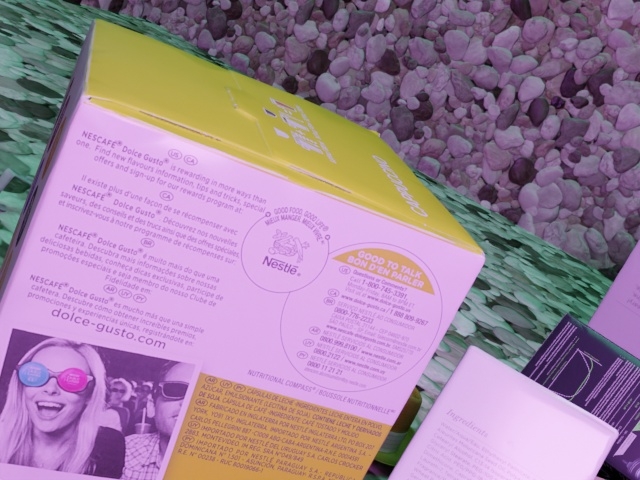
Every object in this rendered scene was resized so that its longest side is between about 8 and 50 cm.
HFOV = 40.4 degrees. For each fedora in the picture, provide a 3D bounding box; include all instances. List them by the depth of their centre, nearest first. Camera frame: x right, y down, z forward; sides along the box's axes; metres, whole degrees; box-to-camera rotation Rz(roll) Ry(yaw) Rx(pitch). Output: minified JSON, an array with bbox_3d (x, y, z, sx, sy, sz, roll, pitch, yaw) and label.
[{"bbox_3d":[0.057,0.181,1.027,0.194,0.079,0.194,33,12,-8],"label":"fedora"}]

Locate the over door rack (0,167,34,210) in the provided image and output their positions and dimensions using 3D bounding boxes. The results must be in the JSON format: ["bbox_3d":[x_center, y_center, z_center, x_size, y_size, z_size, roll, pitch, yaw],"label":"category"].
[{"bbox_3d":[-0.246,-0.023,1.189,0.239,0.108,0.324,37,20,36],"label":"over door rack"}]

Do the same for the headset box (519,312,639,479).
[{"bbox_3d":[0.409,0.255,1.124,0.283,0.131,0.246,35,-7,29],"label":"headset box"}]

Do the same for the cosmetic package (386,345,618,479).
[{"bbox_3d":[0.156,0.224,0.813,0.151,0.184,0.151,31,-12,16],"label":"cosmetic package"}]

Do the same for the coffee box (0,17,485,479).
[{"bbox_3d":[-0.112,0.031,0.814,0.338,0.334,0.338,20,18,-20],"label":"coffee box"}]

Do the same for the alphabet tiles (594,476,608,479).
[{"bbox_3d":[0.264,0.267,1.026,0.198,0.009,0.237,19,-12,-4],"label":"alphabet tiles"}]

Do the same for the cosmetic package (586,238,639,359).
[{"bbox_3d":[0.669,0.175,1.446,0.329,0.394,0.327,7,25,-49],"label":"cosmetic package"}]
